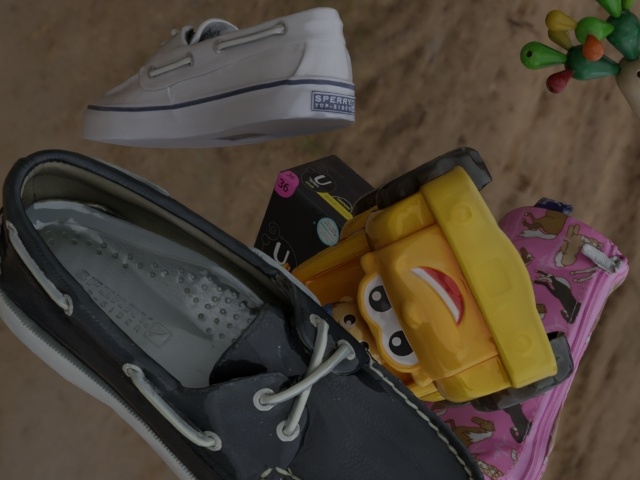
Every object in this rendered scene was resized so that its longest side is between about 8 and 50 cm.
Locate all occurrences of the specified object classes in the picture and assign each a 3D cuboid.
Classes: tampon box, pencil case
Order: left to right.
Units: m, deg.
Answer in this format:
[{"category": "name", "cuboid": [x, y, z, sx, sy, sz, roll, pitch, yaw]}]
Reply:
[{"category": "tampon box", "cuboid": [0.000, 0.000, 1.753, 0.101, 0.120, 0.161, -22, 142, -43]}, {"category": "pencil case", "cuboid": [0.203, 0.138, 1.533, 0.386, 0.160, 0.167, -60, 172, -34]}]

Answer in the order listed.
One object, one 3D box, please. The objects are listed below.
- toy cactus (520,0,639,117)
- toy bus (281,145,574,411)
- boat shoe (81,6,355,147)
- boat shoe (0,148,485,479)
[{"category": "toy cactus", "cuboid": [0.322, -0.195, 1.459, 0.219, 0.112, 0.180, -27, 131, 5]}, {"category": "toy bus", "cuboid": [0.023, 0.051, 0.862, 0.211, 0.149, 0.220, -23, 179, -3]}, {"category": "boat shoe", "cuboid": [-0.073, -0.111, 0.994, 0.095, 0.258, 0.084, 2, 87, -48]}, {"category": "boat shoe", "cuboid": [-0.042, 0.063, 0.708, 0.114, 0.302, 0.091, -55, 169, -35]}]
